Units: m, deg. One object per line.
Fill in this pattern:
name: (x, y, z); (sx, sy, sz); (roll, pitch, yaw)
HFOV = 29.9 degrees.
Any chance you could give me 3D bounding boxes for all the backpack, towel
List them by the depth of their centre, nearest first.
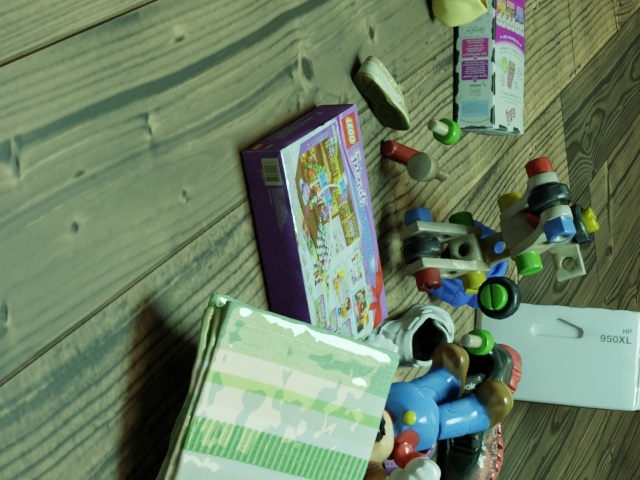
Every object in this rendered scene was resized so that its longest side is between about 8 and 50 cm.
towel: (-0.060, 0.240, 1.224); (0.247, 0.038, 0.325); (22, 82, -34)
backpack: (0.234, 0.033, 1.823); (0.098, 0.101, 0.120); (-60, 175, -50)

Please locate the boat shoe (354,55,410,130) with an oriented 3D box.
boat shoe: (0.092, -0.200, 1.639); (0.135, 0.050, 0.045); (51, 53, -50)

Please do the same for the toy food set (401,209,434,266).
toy food set: (0.157, 0.010, 1.800); (0.122, 0.019, 0.078); (-55, 137, -47)

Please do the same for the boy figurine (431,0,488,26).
boy figurine: (0.200, -0.468, 1.797); (0.177, 0.092, 0.285); (0, 87, -65)

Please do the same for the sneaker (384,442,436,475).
sneaker: (0.117, 0.266, 1.643); (0.236, 0.104, 0.095); (-26, 112, -61)

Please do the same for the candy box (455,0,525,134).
candy box: (0.280, -0.293, 1.969); (0.159, 0.071, 0.234); (0, 90, -62)

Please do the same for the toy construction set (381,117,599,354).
toy construction set: (0.246, -0.029, 1.702); (0.257, 0.309, 0.237); (-48, 152, 17)

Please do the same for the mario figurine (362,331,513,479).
mario figurine: (0.097, 0.210, 1.468); (0.320, 0.198, 0.170); (-20, 100, -39)

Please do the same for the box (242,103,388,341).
box: (0.000, 0.000, 1.462); (0.201, 0.057, 0.293); (-38, 123, -55)

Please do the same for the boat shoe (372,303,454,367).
boat shoe: (0.149, 0.145, 1.720); (0.258, 0.084, 0.095); (-15, 103, -61)

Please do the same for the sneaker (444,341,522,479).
sneaker: (0.237, 0.275, 1.880); (0.135, 0.097, 0.276); (41, 59, -47)

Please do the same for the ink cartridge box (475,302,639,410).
ink cartridge box: (0.468, 0.211, 2.111); (0.395, 0.285, 0.166); (17, 76, -61)
